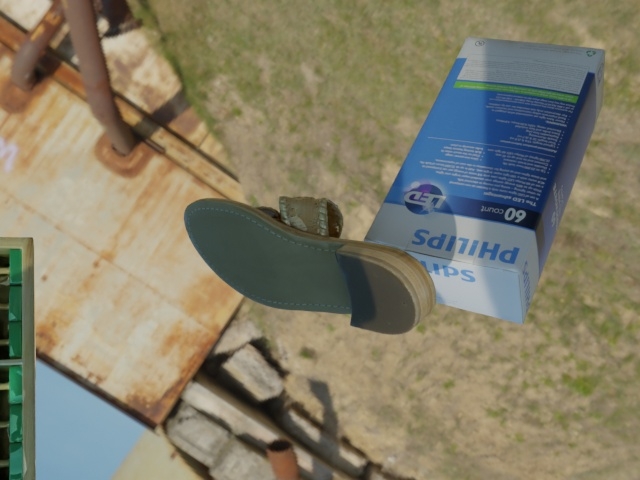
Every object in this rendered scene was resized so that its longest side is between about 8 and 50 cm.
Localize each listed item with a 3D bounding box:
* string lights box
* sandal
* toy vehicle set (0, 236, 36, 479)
[{"bbox_3d":[0.153,-0.065,0.708,0.133,0.260,0.077,13,148,26],"label":"string lights box"},{"bbox_3d":[0.001,0.006,0.615,0.240,0.079,0.088,16,127,41],"label":"sandal"},{"bbox_3d":[-0.279,0.129,0.538,0.165,0.267,0.035,-1,165,-18],"label":"toy vehicle set"}]
